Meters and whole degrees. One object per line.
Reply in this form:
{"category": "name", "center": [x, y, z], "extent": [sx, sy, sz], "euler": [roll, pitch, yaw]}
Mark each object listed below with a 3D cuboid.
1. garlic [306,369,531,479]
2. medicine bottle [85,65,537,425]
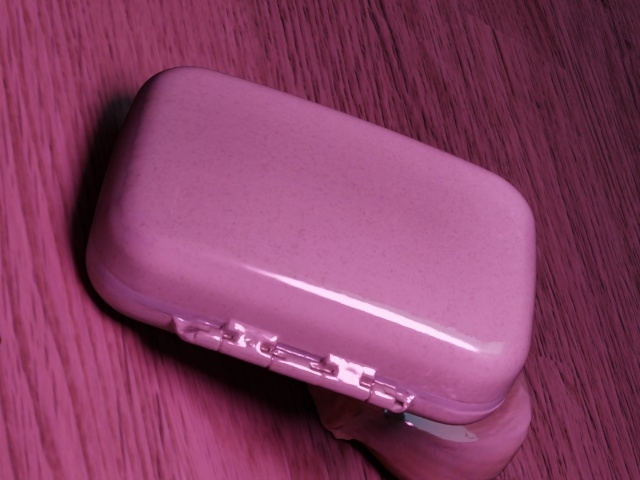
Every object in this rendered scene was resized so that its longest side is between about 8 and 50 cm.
{"category": "garlic", "center": [0.101, 0.106, 1.801], "extent": [0.325, 0.132, 0.279], "euler": [-12, 83, -55]}
{"category": "medicine bottle", "center": [0.000, 0.000, 1.588], "extent": [0.375, 0.123, 0.282], "euler": [19, 42, -9]}
